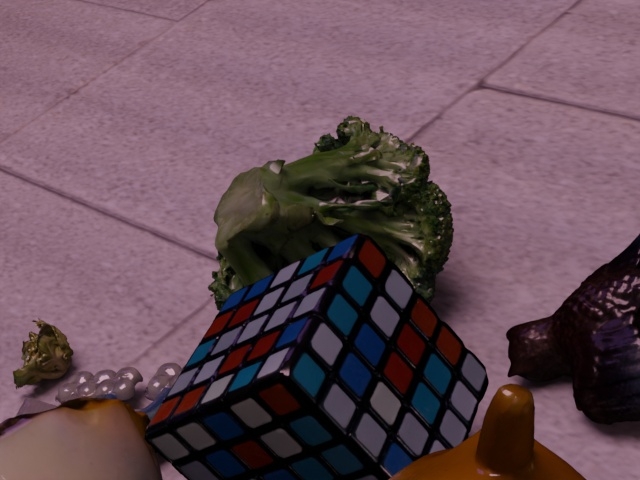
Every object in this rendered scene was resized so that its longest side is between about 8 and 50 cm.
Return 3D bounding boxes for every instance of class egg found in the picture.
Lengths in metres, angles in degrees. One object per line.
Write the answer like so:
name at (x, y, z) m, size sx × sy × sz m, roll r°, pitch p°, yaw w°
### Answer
egg at (-0.211, 0.269, 1.093) m, size 0.174 × 0.264 × 0.286 m, roll 38°, pitch 24°, yaw 21°

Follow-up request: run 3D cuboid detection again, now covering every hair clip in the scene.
hair clip at (-0.202, 0.179, 1.369) m, size 0.220 × 0.054 × 0.140 m, roll -7°, pitch 29°, yaw 17°

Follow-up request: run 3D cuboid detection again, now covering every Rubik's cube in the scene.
Rubik's cube at (0.001, 0.134, 1.132) m, size 0.184 × 0.182 × 0.187 m, roll -29°, pitch 21°, yaw 39°

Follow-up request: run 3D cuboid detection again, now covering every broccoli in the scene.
broccoli at (0.000, 0.000, 1.353) m, size 0.269 × 0.242 × 0.261 m, roll -40°, pitch 46°, yaw 26°

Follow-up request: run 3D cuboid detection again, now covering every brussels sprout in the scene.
brussels sprout at (-0.303, 0.126, 1.497) m, size 0.085 × 0.058 × 0.085 m, roll -40°, pitch 34°, yaw 34°

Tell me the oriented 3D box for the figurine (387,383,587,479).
figurine at (0.050, 0.290, 0.834) m, size 0.387 × 0.268 × 0.401 m, roll -46°, pitch 22°, yaw -6°

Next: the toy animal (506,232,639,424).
toy animal at (0.243, 0.066, 1.196) m, size 0.180 × 0.116 × 0.218 m, roll -9°, pitch 41°, yaw 18°
